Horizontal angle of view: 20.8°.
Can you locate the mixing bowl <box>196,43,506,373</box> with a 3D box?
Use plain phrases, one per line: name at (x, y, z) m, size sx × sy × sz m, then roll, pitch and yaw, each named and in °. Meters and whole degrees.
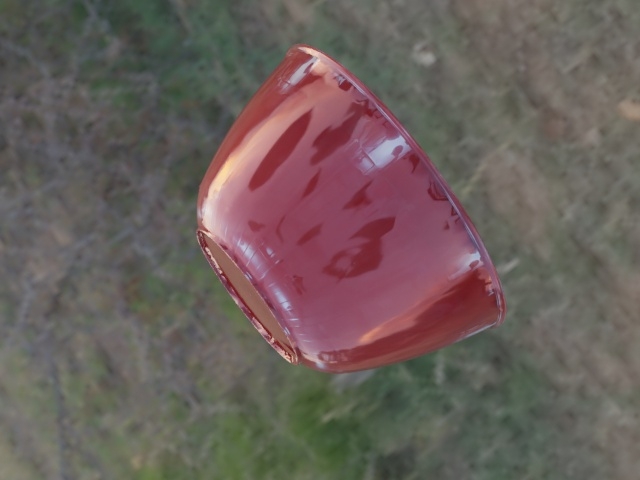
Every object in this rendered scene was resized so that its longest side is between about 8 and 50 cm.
mixing bowl at (0.000, 0.000, 0.891) m, size 0.181 × 0.098 × 0.181 m, roll 51°, pitch 168°, yaw 15°
